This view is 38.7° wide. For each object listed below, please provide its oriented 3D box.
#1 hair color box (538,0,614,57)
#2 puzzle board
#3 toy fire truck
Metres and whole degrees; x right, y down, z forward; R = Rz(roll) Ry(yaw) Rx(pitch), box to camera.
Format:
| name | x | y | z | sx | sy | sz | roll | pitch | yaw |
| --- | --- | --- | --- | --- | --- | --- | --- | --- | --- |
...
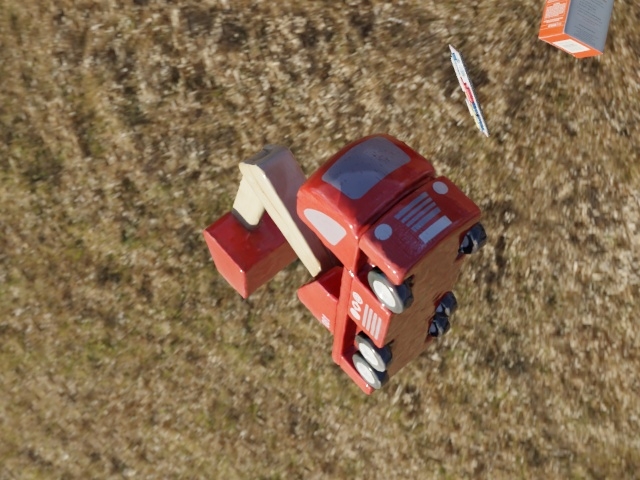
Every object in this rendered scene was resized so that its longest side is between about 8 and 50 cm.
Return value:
| name | x | y | z | sx | sy | sz | roll | pitch | yaw |
| --- | --- | --- | --- | --- | --- | --- | --- | --- | --- |
| hair color box | 0.312 | -0.297 | 1.084 | 0.072 | 0.043 | 0.141 | 17 | 84 | -31 |
| puzzle board | 0.213 | -0.218 | 1.320 | 0.011 | 0.096 | 0.128 | -21 | 108 | 6 |
| toy fire truck | 0.000 | 0.000 | 0.422 | 0.047 | 0.192 | 0.135 | -37 | 69 | -19 |
